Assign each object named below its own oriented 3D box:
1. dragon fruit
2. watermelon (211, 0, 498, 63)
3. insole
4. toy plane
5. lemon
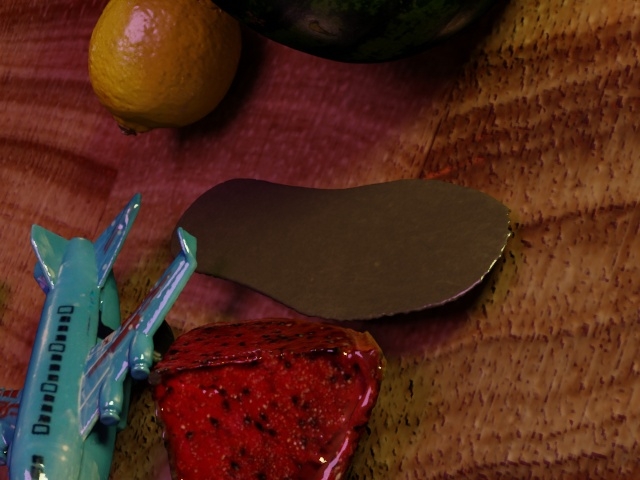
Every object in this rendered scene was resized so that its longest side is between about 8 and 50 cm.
[{"bbox_3d":[-0.020,0.111,1.116,0.161,0.127,0.120,-10,103,18],"label":"dragon fruit"},{"bbox_3d":[0.018,-0.246,1.137,0.269,0.269,0.269,-26,51,37],"label":"watermelon"},{"bbox_3d":[0.000,0.000,1.181,0.328,0.007,0.111,8,58,51],"label":"insole"},{"bbox_3d":[-0.168,0.101,1.255,0.254,0.105,0.271,-32,49,34],"label":"toy plane"},{"bbox_3d":[-0.114,-0.135,1.326,0.109,0.109,0.133,43,115,50],"label":"lemon"}]
